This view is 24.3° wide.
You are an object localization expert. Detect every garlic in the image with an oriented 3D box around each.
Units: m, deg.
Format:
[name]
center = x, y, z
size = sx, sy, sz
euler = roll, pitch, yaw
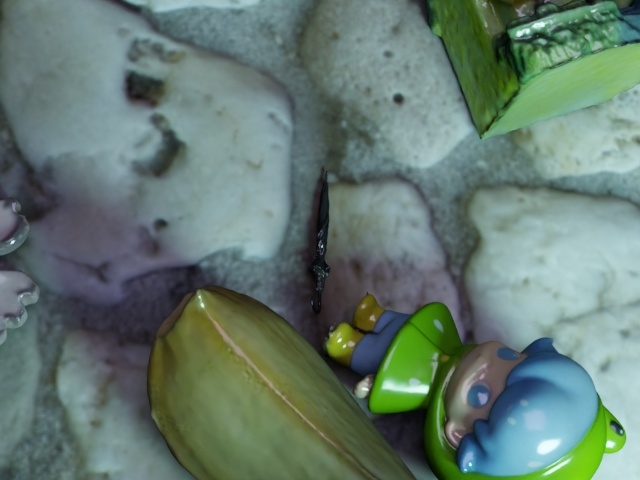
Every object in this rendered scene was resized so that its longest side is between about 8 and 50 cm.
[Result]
[garlic]
center = -0.009, 0.186, 1.206
size = 0.151, 0.196, 0.338
euler = -40, 75, -10

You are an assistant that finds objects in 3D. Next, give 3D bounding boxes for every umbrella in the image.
[umbrella]
center = 0.002, 0.002, 1.378
size = 0.022, 0.022, 0.149
euler = -8, 57, 24

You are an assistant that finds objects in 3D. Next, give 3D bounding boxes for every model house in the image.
[model house]
center = 0.218, -0.239, 1.434
size = 0.194, 0.170, 0.211
euler = -18, 74, -16

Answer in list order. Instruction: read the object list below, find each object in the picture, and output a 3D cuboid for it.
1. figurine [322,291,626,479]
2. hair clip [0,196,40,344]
[figurine]
center = 0.132, 0.136, 1.297
size = 0.263, 0.143, 0.162
euler = 28, 45, 18
[hair clip]
center = -0.345, -0.045, 1.287
size = 0.173, 0.069, 0.300
euler = -9, 82, -14
